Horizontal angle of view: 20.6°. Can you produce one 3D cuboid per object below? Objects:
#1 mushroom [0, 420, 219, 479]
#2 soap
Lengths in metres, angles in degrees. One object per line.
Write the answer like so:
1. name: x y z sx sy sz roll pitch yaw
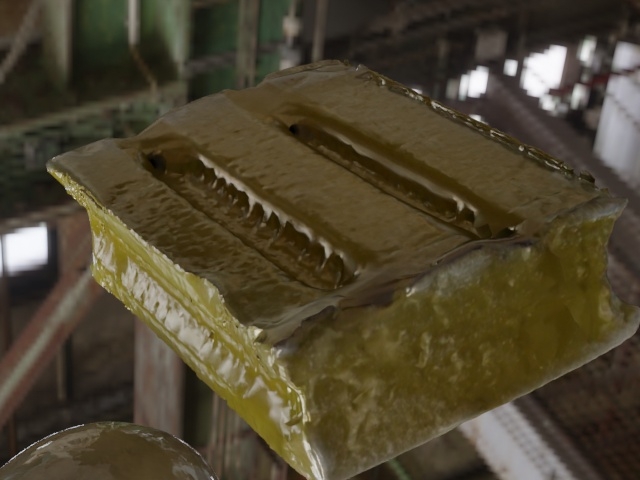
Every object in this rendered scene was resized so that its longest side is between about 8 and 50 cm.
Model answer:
1. mushroom: -0.116 0.196 0.952 0.209 0.206 0.206 17 -139 -4
2. soap: 0.000 0.000 0.933 0.199 0.091 0.315 -22 -154 -21
